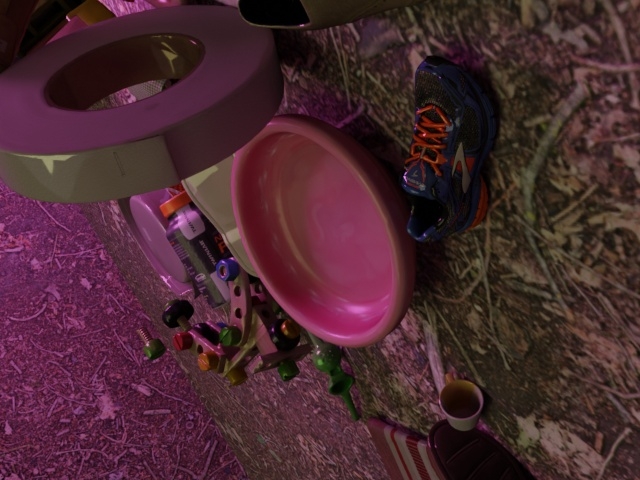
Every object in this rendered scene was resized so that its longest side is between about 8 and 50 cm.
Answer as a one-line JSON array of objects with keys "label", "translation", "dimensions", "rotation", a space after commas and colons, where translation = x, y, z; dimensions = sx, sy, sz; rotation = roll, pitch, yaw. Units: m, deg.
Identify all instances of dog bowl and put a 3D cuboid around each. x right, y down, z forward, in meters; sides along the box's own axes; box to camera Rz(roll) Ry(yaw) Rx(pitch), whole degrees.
[{"label": "dog bowl", "translation": [-0.371, -0.017, 1.696], "dimensions": [0.349, 0.102, 0.349], "rotation": [43, 152, 29]}]

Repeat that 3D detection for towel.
[{"label": "towel", "translation": [0.227, 0.457, 1.251], "dimensions": [0.329, 0.037, 0.237], "rotation": [3, 122, 59]}]

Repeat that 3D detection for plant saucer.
[{"label": "plant saucer", "translation": [0.009, -0.017, 0.939], "dimensions": [0.332, 0.084, 0.332], "rotation": [30, 135, 36]}]

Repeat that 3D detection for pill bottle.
[{"label": "pill bottle", "translation": [-0.237, 0.010, 1.441], "dimensions": [0.246, 0.130, 0.130], "rotation": [59, 156, -7]}]

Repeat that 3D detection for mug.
[{"label": "mug", "translation": [0.208, 0.238, 0.998], "dimensions": [0.062, 0.078, 0.064], "rotation": [5, 143, 20]}]

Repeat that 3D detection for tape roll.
[{"label": "tape roll", "translation": [-0.239, -0.190, 0.877], "dimensions": [0.392, 0.392, 0.072], "rotation": [34, 148, 41]}]

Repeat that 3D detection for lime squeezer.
[{"label": "lime squeezer", "translation": [0.017, 0.258, 1.368], "dimensions": [0.110, 0.059, 0.310], "rotation": [1, 122, 61]}]

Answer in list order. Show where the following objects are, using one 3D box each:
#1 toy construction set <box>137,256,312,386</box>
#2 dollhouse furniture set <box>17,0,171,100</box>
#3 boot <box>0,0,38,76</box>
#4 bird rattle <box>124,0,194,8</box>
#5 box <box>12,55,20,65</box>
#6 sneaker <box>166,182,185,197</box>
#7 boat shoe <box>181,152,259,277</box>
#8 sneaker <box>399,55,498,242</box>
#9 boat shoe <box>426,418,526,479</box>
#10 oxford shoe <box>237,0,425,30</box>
[{"label": "toy construction set", "translation": [-0.123, 0.194, 1.298], "dimensions": [0.237, 0.257, 0.309], "rotation": [49, -173, 23]}, {"label": "dollhouse furniture set", "translation": [-0.366, -0.271, 1.187], "dimensions": [0.197, 0.151, 0.301], "rotation": [42, 174, 31]}, {"label": "boot", "translation": [-0.460, -0.349, 1.014], "dimensions": [0.089, 0.269, 0.236], "rotation": [25, 167, -38]}, {"label": "bird rattle", "translation": [-0.278, -0.408, 1.011], "dimensions": [0.207, 0.143, 0.253], "rotation": [39, 159, -1]}, {"label": "box", "translation": [-0.742, -0.442, 1.618], "dimensions": [0.183, 0.296, 0.294], "rotation": [57, 157, 0]}, {"label": "sneaker", "translation": [-0.283, -0.073, 1.531], "dimensions": [0.175, 0.064, 0.067], "rotation": [61, 177, 1]}, {"label": "boat shoe", "translation": [-0.146, -0.088, 1.171], "dimensions": [0.116, 0.099, 0.319], "rotation": [-17, 114, 22]}, {"label": "sneaker", "translation": [0.123, -0.082, 0.699], "dimensions": [0.083, 0.087, 0.221], "rotation": [32, 146, 42]}, {"label": "boat shoe", "translation": [0.268, 0.399, 1.001], "dimensions": [0.307, 0.111, 0.104], "rotation": [44, 152, 27]}, {"label": "oxford shoe", "translation": [0.039, -0.245, 0.598], "dimensions": [0.348, 0.130, 0.123], "rotation": [-2, 119, 63]}]
